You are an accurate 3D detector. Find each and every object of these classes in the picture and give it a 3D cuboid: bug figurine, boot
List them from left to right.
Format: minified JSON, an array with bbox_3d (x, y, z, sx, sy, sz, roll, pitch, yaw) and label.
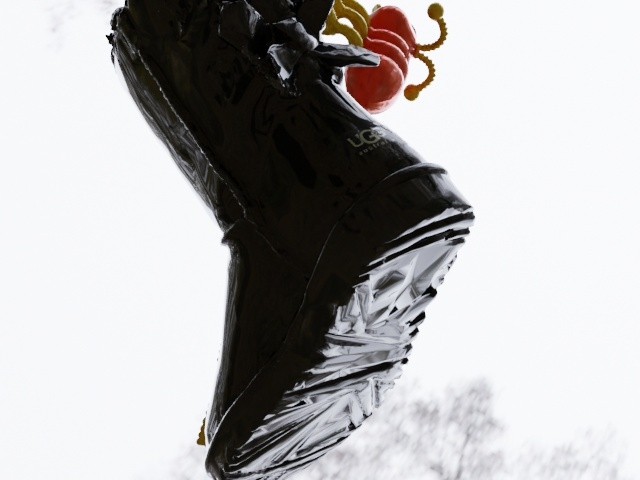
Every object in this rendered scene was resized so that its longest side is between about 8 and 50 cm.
[{"bbox_3d":[-0.018,-0.010,0.390,0.099,0.045,0.121,54,-39,25],"label":"boot"},{"bbox_3d":[0.000,0.000,0.959,0.072,0.216,0.279,17,-50,2],"label":"bug figurine"}]
